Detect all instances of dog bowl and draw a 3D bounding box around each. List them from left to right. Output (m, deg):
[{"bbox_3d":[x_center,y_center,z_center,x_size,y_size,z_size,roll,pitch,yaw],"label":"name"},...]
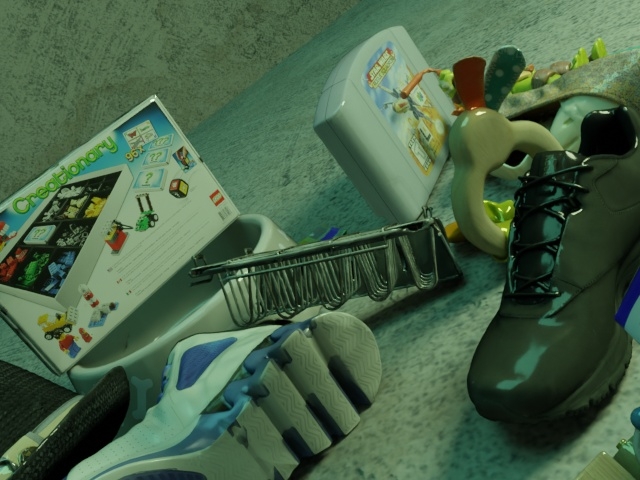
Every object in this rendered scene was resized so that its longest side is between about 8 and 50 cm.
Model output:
[{"bbox_3d":[-0.163,0.095,0.902,0.349,0.102,0.348,-29,21,12],"label":"dog bowl"}]

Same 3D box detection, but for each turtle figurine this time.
[{"bbox_3d":[0.246,-0.196,0.932,0.217,0.087,0.270,-3,7,43],"label":"turtle figurine"}]

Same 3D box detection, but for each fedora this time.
[{"bbox_3d":[-0.317,0.218,0.620,0.334,0.153,0.334,-56,-3,-4],"label":"fedora"}]

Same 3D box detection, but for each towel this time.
[{"bbox_3d":[0.000,0.000,1.000,0.060,0.009,0.083,-38,20,-13],"label":"towel"}]

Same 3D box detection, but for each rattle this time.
[{"bbox_3d":[0.148,-0.085,0.684,0.130,0.199,0.142,-33,20,3],"label":"rattle"}]

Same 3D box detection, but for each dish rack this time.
[{"bbox_3d":[0.014,0.024,0.616,0.209,0.074,0.271,-13,-1,9],"label":"dish rack"}]

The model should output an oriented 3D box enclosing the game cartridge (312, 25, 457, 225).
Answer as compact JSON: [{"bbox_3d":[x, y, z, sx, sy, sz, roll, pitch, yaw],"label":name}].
[{"bbox_3d":[0.097,-0.170,0.964,0.062,0.198,0.297,-20,25,35],"label":"game cartridge"}]

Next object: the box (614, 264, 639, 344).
[{"bbox_3d":[0.236,0.049,0.335,0.137,0.126,0.072,-106,32,-69],"label":"box"}]

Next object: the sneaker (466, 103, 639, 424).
[{"bbox_3d":[0.178,0.008,0.532,0.109,0.130,0.286,-7,35,48],"label":"sneaker"}]

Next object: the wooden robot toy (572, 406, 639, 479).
[{"bbox_3d":[0.163,0.148,0.363,0.173,0.076,0.079,-39,56,-13],"label":"wooden robot toy"}]

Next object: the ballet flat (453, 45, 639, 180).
[{"bbox_3d":[0.254,-0.112,0.757,0.106,0.108,0.316,-56,19,-19],"label":"ballet flat"}]

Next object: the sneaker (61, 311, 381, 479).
[{"bbox_3d":[-0.107,0.174,0.628,0.316,0.127,0.182,-36,15,-26],"label":"sneaker"}]

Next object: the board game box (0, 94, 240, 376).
[{"bbox_3d":[-0.262,-0.013,0.871,0.305,0.193,0.053,-45,23,-28],"label":"board game box"}]
